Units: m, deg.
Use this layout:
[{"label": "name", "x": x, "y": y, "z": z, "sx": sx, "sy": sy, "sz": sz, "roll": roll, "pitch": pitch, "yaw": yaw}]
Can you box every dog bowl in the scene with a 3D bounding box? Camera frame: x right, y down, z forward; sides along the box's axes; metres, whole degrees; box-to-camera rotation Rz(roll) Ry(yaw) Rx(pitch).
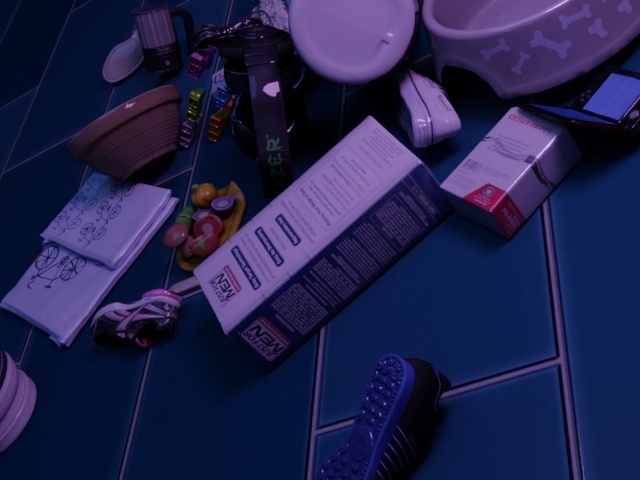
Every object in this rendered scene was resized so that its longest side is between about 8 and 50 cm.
[{"label": "dog bowl", "x": 0.304, "y": -0.352, "z": 1.418, "sx": 0.349, "sy": 0.102, "sz": 0.348, "roll": -22, "pitch": 35, "yaw": 16}]

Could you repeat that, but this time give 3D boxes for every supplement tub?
[{"label": "supplement tub", "x": -0.620, "y": 0.226, "z": 1.596, "sx": 0.191, "sy": 0.272, "sz": 0.191, "roll": -26, "pitch": 39, "yaw": 23}, {"label": "supplement tub", "x": 0.063, "y": -0.360, "z": 1.544, "sx": 0.194, "sy": 0.193, "sz": 0.316, "roll": -32, "pitch": 12, "yaw": 15}]

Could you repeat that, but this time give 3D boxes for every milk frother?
[{"label": "milk frother", "x": -0.352, "y": -0.447, "z": 2.141, "sx": 0.129, "sy": 0.134, "sz": 0.143, "roll": -27, "pitch": 28, "yaw": -33}]

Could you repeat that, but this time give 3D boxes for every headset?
[{"label": "headset", "x": -0.117, "y": -0.239, "z": 1.588, "sx": 0.185, "sy": 0.243, "sz": 0.394, "roll": -7, "pitch": 47, "yaw": -2}]

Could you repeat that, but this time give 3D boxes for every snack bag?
[{"label": "snack bag", "x": -0.450, "y": 0.023, "z": 1.844, "sx": 0.323, "sy": 0.037, "sz": 0.342, "roll": 16, "pitch": 66, "yaw": 50}]

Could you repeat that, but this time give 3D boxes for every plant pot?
[{"label": "plant pot", "x": -0.349, "y": -0.188, "z": 1.858, "sx": 0.237, "sy": 0.109, "sz": 0.237, "roll": -31, "pitch": 1, "yaw": 1}]

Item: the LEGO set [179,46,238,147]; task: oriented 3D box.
[{"label": "LEGO set", "x": -0.192, "y": -0.265, "z": 1.822, "sx": 0.093, "sy": 0.087, "sz": 0.227, "roll": -58, "pitch": -8, "yaw": -39}]

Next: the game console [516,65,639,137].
[{"label": "game console", "x": 0.342, "y": -0.184, "z": 1.237, "sx": 0.124, "sy": 0.085, "sz": 0.144, "roll": -51, "pitch": 26, "yaw": 2}]

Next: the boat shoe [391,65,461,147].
[{"label": "boat shoe", "x": 0.157, "y": -0.200, "z": 1.472, "sx": 0.076, "sy": 0.083, "sz": 0.226, "roll": -7, "pitch": 35, "yaw": -3}]

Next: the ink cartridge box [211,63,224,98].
[{"label": "ink cartridge box", "x": -0.186, "y": -0.299, "z": 1.906, "sx": 0.028, "sy": 0.048, "sz": 0.083, "roll": -27, "pitch": 38, "yaw": 21}]

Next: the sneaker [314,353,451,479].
[{"label": "sneaker", "x": 0.070, "y": 0.240, "z": 1.103, "sx": 0.081, "sy": 0.090, "sz": 0.232, "roll": 38, "pitch": 104, "yaw": 53}]

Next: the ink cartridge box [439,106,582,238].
[{"label": "ink cartridge box", "x": 0.247, "y": -0.090, "z": 1.272, "sx": 0.150, "sy": 0.063, "sz": 0.109, "roll": -47, "pitch": 36, "yaw": -6}]

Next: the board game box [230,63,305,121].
[{"label": "board game box", "x": -0.086, "y": -0.254, "z": 1.781, "sx": 0.169, "sy": 0.033, "sz": 0.133, "roll": -31, "pitch": 27, "yaw": 17}]

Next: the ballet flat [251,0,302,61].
[{"label": "ballet flat", "x": -0.067, "y": -0.412, "z": 1.851, "sx": 0.147, "sy": 0.147, "sz": 0.409, "roll": -32, "pitch": 30, "yaw": 15}]

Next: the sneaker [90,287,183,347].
[{"label": "sneaker", "x": -0.298, "y": 0.138, "z": 1.558, "sx": 0.178, "sy": 0.072, "sz": 0.077, "roll": -26, "pitch": 49, "yaw": 31}]

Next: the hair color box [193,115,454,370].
[{"label": "hair color box", "x": 0.000, "y": 0.000, "z": 1.379, "sx": 0.347, "sy": 0.105, "sz": 0.174, "roll": -41, "pitch": 36, "yaw": 2}]

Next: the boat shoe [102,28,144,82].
[{"label": "boat shoe", "x": -0.425, "y": -0.444, "z": 2.291, "sx": 0.206, "sy": 0.075, "sz": 0.065, "roll": -51, "pitch": -7, "yaw": -2}]

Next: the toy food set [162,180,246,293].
[{"label": "toy food set", "x": -0.203, "y": -0.022, "z": 1.624, "sx": 0.128, "sy": 0.071, "sz": 0.217, "roll": -16, "pitch": 44, "yaw": 33}]
